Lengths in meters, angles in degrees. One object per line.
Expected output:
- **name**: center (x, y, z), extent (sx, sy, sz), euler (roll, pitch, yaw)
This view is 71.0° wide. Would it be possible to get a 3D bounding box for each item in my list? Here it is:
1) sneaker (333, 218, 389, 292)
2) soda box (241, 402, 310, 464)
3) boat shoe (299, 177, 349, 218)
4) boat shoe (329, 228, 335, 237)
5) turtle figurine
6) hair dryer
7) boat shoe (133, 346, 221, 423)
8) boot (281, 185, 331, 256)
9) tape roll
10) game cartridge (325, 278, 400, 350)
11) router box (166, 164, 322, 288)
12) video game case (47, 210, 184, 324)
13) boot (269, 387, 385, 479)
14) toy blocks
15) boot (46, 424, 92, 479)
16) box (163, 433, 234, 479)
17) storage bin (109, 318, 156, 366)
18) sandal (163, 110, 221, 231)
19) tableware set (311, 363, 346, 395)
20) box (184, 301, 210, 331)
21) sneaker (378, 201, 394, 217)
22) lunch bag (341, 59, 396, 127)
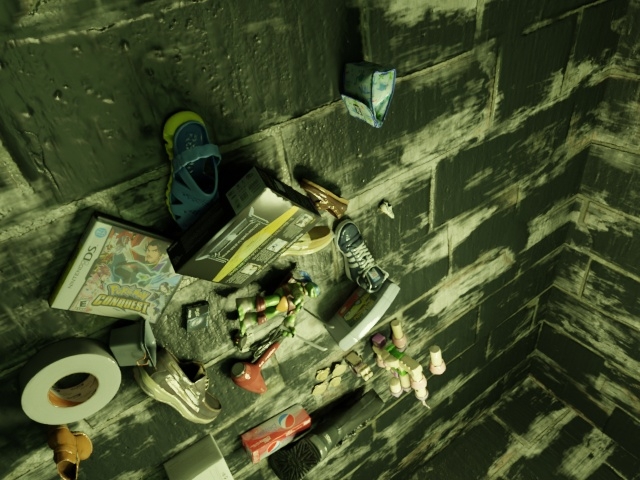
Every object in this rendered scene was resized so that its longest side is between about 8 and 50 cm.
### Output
- **sneaker**: center (0.140, 0.061, 1.506), extent (0.099, 0.153, 0.282), euler (-34, 134, -18)
- **soda box**: center (-0.170, 0.747, 1.747), extent (0.264, 0.092, 0.083), euler (-21, 132, -29)
- **boat shoe**: center (0.010, -0.120, 1.339), extent (0.207, 0.073, 0.073), euler (24, 98, -45)
- **boat shoe**: center (0.000, 0.000, 1.443), extent (0.100, 0.035, 0.035), euler (-38, 108, -8)
- **turtle figurine**: center (-0.110, 0.233, 1.360), extent (0.267, 0.198, 0.274), euler (-12, 83, -13)
- **hair dryer**: center (-0.197, 0.413, 1.517), extent (0.224, 0.080, 0.293), euler (-7, 122, -37)
- **boat shoe**: center (-0.391, 0.434, 1.337), extent (0.130, 0.132, 0.355), euler (-43, 137, -8)
- **boot**: center (-0.078, -0.062, 1.289), extent (0.262, 0.095, 0.203), euler (-9, 123, -24)
- **tape roll**: center (-0.628, 0.354, 1.133), extent (0.219, 0.072, 0.219), euler (-20, 127, -28)
- **game cartridge**: center (0.148, 0.248, 1.607), extent (0.060, 0.196, 0.294), euler (43, 87, -22)
- **router box**: center (-0.181, -0.018, 1.111), extent (0.309, 0.081, 0.243), euler (-41, 149, 15)
- **video game case**: center (-0.472, 0.081, 1.107), extent (0.275, 0.035, 0.248), euler (23, 101, -45)
- **boot**: center (0.036, 0.832, 1.937), extent (0.445, 0.146, 0.367), euler (-19, 162, -50)
- **toy blocks**: center (0.321, 0.553, 1.877), extent (0.309, 0.289, 0.259), euler (-33, 128, -22)
- **boot**: center (-0.661, 0.574, 1.192), extent (0.073, 0.152, 0.197), euler (-32, 133, -19)
- **box**: center (-0.421, 0.813, 1.568), extent (0.182, 0.119, 0.180), euler (-27, 131, -24)
- **storage bin**: center (-0.488, 0.279, 1.168), extent (0.091, 0.098, 0.135), euler (-8, 138, -11)
- **sandal**: center (-0.289, -0.129, 1.048), extent (0.126, 0.138, 0.317), euler (-23, 131, -29)
- **tableware set**: center (0.035, 0.570, 1.846), extent (0.141, 0.020, 0.168), euler (-8, 128, -29)
- **box**: center (-0.358, 0.221, 1.304), extent (0.067, 0.018, 0.083), euler (-9, 122, -36)
- **sneaker**: center (0.240, -0.107, 1.564), extent (0.083, 0.032, 0.036), euler (30, 96, -46)
- **lunch bag**: center (0.124, -0.395, 1.212), extent (0.097, 0.129, 0.151), euler (-20, 130, -27)
